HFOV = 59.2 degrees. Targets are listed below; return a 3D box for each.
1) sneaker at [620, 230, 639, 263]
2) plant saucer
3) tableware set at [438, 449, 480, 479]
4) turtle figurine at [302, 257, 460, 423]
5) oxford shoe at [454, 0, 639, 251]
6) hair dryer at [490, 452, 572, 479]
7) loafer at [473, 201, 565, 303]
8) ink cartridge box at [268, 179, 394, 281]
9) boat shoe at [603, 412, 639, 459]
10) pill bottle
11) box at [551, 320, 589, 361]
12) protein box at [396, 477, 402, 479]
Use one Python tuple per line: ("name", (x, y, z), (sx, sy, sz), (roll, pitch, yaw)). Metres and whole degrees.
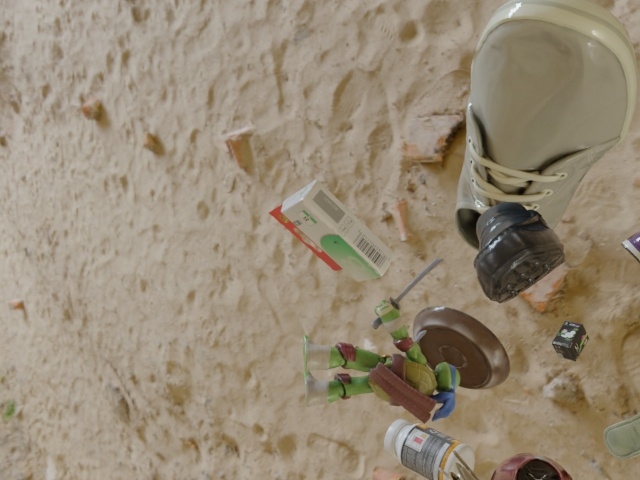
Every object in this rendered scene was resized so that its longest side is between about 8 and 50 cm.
("sneaker", (0.885, 0.006, 1.490), (0.124, 0.283, 0.107), (-45, 71, 22))
("plant saucer", (0.395, 0.328, 1.646), (0.310, 0.050, 0.311), (28, 141, 25))
("tableware set", (0.245, 0.406, 0.809), (0.039, 0.128, 0.194), (-40, 90, 6))
("turtle figurine", (0.100, 0.199, 1.017), (0.198, 0.266, 0.275), (97, 170, -65))
("oxford shoe", (0.233, -0.091, 0.648), (0.169, 0.449, 0.130), (26, 76, 18))
("hair dryer", (0.201, 0.299, 0.494), (0.080, 0.224, 0.294), (-9, 109, 10))
("loafer", (0.169, 0.005, 0.504), (0.076, 0.223, 0.078), (-43, 73, 19))
("ink cartridge box", (0.000, 0.000, 0.972), (0.181, 0.056, 0.224), (42, 154, -12))
("boat shoe", (0.879, 0.485, 1.426), (0.340, 0.113, 0.127), (114, 145, -55))
("pill bottle", (0.362, 0.716, 1.901), (0.278, 0.162, 0.162), (12, 104, 46))
("box", (0.666, 0.267, 1.501), (0.052, 0.083, 0.062), (9, 141, 54))
("protein box", (0.204, 0.711, 1.333), (0.200, 0.136, 0.201), (43, 157, 31))
